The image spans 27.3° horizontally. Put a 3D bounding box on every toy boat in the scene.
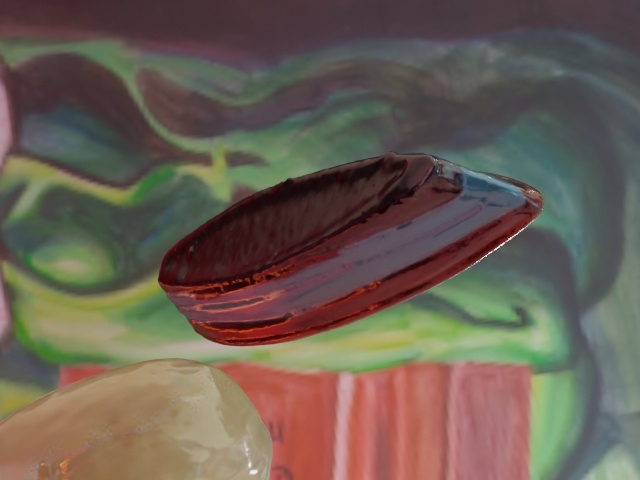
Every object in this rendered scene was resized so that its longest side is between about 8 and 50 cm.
[{"bbox_3d":[0.000,0.000,0.971,0.079,0.136,0.392,25,156,-28],"label":"toy boat"}]

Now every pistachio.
[{"bbox_3d":[-0.128,0.141,0.802,0.200,0.117,0.145,-14,-170,-13],"label":"pistachio"}]
